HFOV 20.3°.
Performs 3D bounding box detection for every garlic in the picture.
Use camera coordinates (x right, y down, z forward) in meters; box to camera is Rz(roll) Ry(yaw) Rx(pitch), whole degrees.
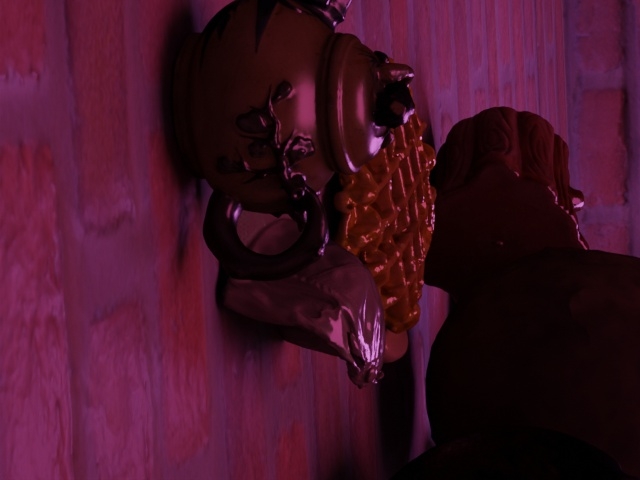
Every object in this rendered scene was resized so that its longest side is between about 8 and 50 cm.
[{"bbox_3d":[0.073,0.110,2.003,0.083,0.041,0.053,-14,97,-67],"label":"garlic"}]

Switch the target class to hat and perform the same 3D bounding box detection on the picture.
[{"bbox_3d":[0.000,0.000,1.580,0.214,0.149,0.245,34,67,-72],"label":"hat"}]

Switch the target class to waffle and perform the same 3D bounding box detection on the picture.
[{"bbox_3d":[0.072,-0.047,1.959,0.329,0.062,0.329,-5,90,-74],"label":"waffle"}]

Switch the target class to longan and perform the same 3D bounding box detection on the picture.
[{"bbox_3d":[0.310,0.196,2.115,0.391,0.391,0.391,-2,90,-75],"label":"longan"}]

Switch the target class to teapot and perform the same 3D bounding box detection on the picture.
[{"bbox_3d":[-0.015,-0.096,1.419,0.173,0.182,0.269,55,37,-65],"label":"teapot"}]

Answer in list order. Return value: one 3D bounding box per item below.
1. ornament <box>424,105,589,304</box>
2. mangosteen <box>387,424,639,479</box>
[{"bbox_3d":[0.239,-0.052,2.313,0.218,0.221,0.235,-77,171,-57],"label":"ornament"},{"bbox_3d":[0.214,0.397,1.796,0.381,0.421,0.381,-32,141,-30],"label":"mangosteen"}]
